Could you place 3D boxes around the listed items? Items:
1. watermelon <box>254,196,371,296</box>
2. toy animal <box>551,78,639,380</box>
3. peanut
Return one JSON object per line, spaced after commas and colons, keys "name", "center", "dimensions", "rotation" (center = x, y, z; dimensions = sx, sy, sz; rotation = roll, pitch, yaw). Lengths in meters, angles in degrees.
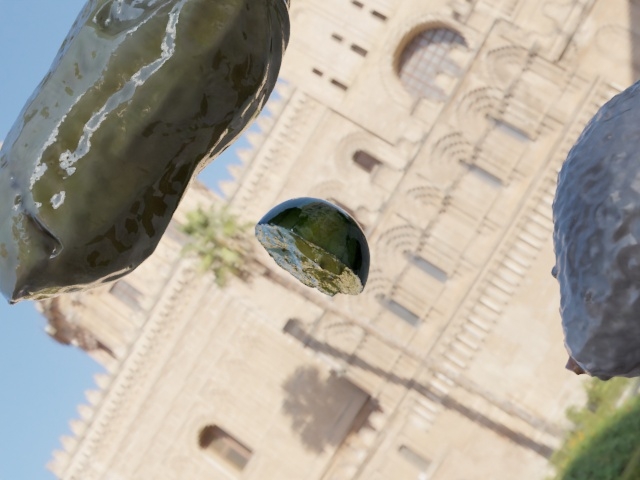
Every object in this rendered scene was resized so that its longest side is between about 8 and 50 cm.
{"name": "watermelon", "center": [0.000, 0.000, 0.839], "dimensions": [0.062, 0.105, 0.105], "rotation": [-56, -18, -17]}
{"name": "toy animal", "center": [0.314, -0.031, 0.836], "dimensions": [0.358, 0.226, 0.188], "rotation": [-40, -28, -13]}
{"name": "peanut", "center": [-0.142, -0.098, 0.789], "dimensions": [0.340, 0.174, 0.158], "rotation": [-55, -39, -1]}
